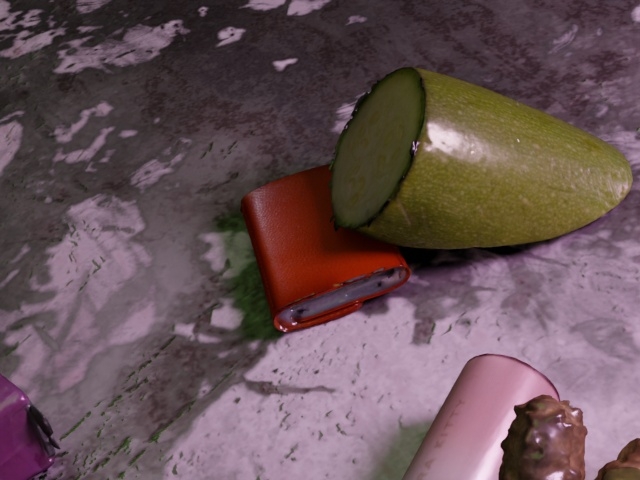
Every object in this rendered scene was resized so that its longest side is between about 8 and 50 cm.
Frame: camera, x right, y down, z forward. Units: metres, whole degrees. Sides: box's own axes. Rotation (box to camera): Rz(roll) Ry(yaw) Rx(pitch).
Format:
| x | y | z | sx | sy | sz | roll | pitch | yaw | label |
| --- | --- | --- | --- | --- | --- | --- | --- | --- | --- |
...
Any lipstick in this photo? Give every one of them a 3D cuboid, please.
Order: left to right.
| x | y | z | sx | sy | sz | roll | pitch | yaw | label |
| --- | --- | --- | --- | --- | --- | --- | --- | --- | --- |
| 0.078 | 0.227 | 0.782 | 0.087 | 0.087 | 0.327 | 10 | 46 | 31 | lipstick |

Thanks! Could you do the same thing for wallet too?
| x | y | z | sx | sy | sz | roll | pitch | yaw | label |
| --- | --- | --- | --- | --- | --- | --- | --- | --- | --- |
| 0.000 | 0.000 | 1.119 | 0.142 | 0.045 | 0.204 | -20 | 38 | 0 | wallet |

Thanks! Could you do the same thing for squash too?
| x | y | z | sx | sy | sz | roll | pitch | yaw | label |
| --- | --- | --- | --- | --- | --- | --- | --- | --- | --- |
| 0.161 | -0.055 | 1.099 | 0.189 | 0.260 | 0.189 | -43 | 37 | 44 | squash |

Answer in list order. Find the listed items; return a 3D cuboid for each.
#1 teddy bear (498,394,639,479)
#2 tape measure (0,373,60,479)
| x | y | z | sx | sy | sz | roll | pitch | yaw | label |
| --- | --- | --- | --- | --- | --- | --- | --- | --- | --- |
| 0.207 | 0.186 | 0.653 | 0.296 | 0.222 | 0.246 | -34 | 65 | -4 | teddy bear |
| -0.392 | 0.196 | 0.979 | 0.245 | 0.149 | 0.231 | 30 | 56 | 35 | tape measure |
